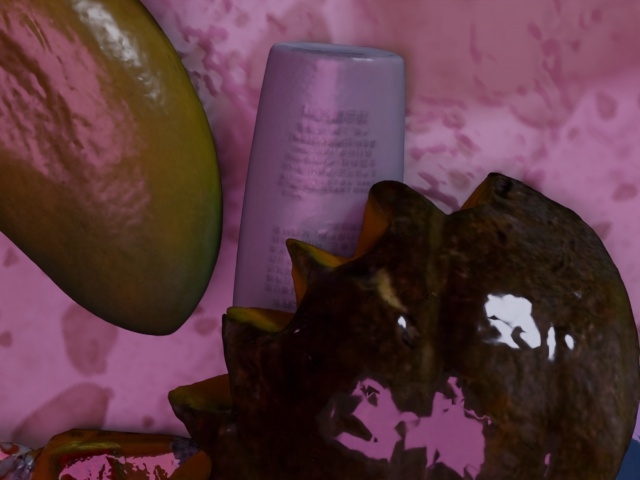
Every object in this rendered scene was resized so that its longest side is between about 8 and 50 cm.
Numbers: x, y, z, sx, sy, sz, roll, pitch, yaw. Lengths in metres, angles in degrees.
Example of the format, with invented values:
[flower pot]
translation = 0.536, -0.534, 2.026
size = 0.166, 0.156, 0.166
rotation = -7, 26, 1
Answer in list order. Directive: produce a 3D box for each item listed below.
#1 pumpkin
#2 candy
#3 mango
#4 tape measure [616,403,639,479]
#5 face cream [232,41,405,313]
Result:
[pumpkin]
translation = 0.036, 0.078, 0.543
size = 0.130, 0.149, 0.254
rotation = 33, 91, -38
[candy]
translation = -0.118, 0.130, 0.673
size = 0.182, 0.046, 0.053
rotation = -1, 99, 5
[mango]
translation = -0.128, -0.064, 0.610
size = 0.237, 0.091, 0.137
rotation = 45, 111, -8
[tape measure]
translation = 0.128, 0.124, 0.612
size = 0.125, 0.081, 0.146
rotation = -4, 99, 21
[face cream]
translation = 0.000, 0.000, 0.618
size = 0.084, 0.057, 0.198
rotation = 6, 105, -4
